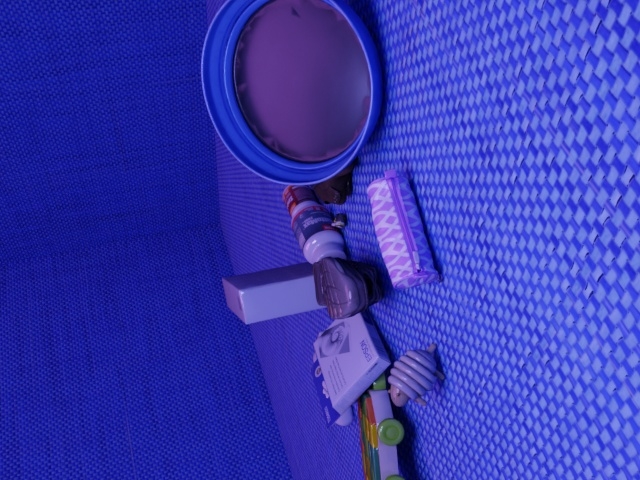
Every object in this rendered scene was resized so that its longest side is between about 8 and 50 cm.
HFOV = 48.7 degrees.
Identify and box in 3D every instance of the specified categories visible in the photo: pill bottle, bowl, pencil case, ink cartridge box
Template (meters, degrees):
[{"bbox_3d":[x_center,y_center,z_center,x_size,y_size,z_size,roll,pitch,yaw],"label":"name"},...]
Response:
[{"bbox_3d":[0.000,0.000,1.781,0.180,0.107,0.108,-117,21,-46],"label":"pill bottle"},{"bbox_3d":[-0.046,-0.089,1.939,0.152,0.086,0.086,-118,22,-49],"label":"pill bottle"},{"bbox_3d":[-0.056,-0.303,1.372,0.391,0.077,0.391,13,115,28],"label":"bowl"},{"bbox_3d":[0.141,-0.014,1.241,0.088,0.086,0.206,73,180,-71],"label":"pencil case"},{"bbox_3d":[0.048,0.279,1.623,0.224,0.045,0.223,-51,28,16],"label":"ink cartridge box"}]

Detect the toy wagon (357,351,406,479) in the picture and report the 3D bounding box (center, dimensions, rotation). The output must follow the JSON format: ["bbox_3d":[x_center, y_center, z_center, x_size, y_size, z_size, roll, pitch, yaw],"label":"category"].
[{"bbox_3d":[0.130,0.420,1.587,0.267,0.068,0.345,161,104,-84],"label":"toy wagon"}]

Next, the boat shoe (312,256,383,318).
[{"bbox_3d":[0.067,0.089,1.545,0.355,0.130,0.132,-155,58,-80],"label":"boat shoe"}]

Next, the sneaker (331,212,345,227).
[{"bbox_3d":[0.049,-0.049,1.725,0.083,0.031,0.035,-175,99,-81],"label":"sneaker"}]

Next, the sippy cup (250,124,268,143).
[{"bbox_3d":[-0.053,-0.345,1.526,0.240,0.305,0.224,-61,-9,-48],"label":"sippy cup"}]

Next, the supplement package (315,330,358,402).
[{"bbox_3d":[0.062,0.317,1.783,0.105,0.105,0.179,108,149,-63],"label":"supplement package"}]

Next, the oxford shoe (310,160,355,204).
[{"bbox_3d":[0.043,-0.134,1.603,0.096,0.082,0.227,59,165,3],"label":"oxford shoe"}]

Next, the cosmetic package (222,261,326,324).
[{"bbox_3d":[-0.100,0.132,1.919,0.377,0.284,0.098,-173,71,-76],"label":"cosmetic package"}]

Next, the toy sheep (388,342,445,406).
[{"bbox_3d":[0.173,0.245,1.291,0.091,0.132,0.091,34,167,9],"label":"toy sheep"}]

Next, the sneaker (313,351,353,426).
[{"bbox_3d":[0.039,0.411,2.009,0.086,0.085,0.237,136,119,-65],"label":"sneaker"}]
